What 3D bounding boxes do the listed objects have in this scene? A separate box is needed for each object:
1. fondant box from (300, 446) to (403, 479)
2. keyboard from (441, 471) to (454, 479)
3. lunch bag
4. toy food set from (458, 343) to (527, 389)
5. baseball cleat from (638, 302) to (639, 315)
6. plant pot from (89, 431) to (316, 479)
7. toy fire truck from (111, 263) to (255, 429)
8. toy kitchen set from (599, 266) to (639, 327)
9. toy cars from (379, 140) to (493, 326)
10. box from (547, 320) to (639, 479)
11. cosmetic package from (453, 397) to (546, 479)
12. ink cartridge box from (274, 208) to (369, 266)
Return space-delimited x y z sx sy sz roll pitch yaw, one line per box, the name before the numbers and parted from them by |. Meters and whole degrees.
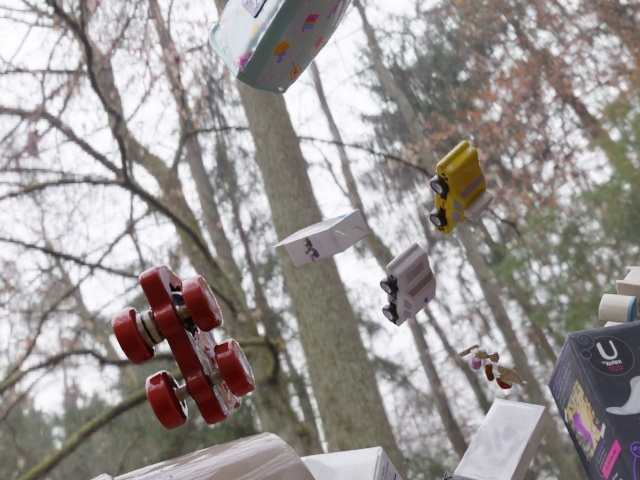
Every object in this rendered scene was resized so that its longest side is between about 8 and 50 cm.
fondant box | 0.055 0.498 1.459 0.238 0.096 0.330 -14 -57 25
keyboard | 0.283 0.521 1.782 0.192 0.100 0.038 -12 -61 -51
lunch bag | -0.051 -0.353 1.313 0.160 0.262 0.223 33 -70 -6
toy food set | 0.318 0.234 1.602 0.122 0.019 0.078 41 -40 -7
baseball cleat | 0.714 0.097 1.852 0.109 0.072 0.206 -1 -46 -17
plant pot | -0.141 0.403 1.137 0.280 0.323 0.323 -28 -38 -26
toy fire truck | -0.235 0.186 1.558 0.169 0.302 0.254 -26 0 0
toy kitchen set | 0.653 0.179 1.712 0.166 0.122 0.207 -36 -61 -40
toy cars | 0.218 0.009 1.581 0.176 0.087 0.393 -6 -54 -54
box | 0.450 0.262 1.196 0.165 0.270 0.143 -8 -39 -8
cosmetic package | 0.330 0.382 1.562 0.099 0.239 0.060 3 -64 30
ink cartridge box | 0.000 0.000 1.834 0.181 0.061 0.104 -18 11 44
